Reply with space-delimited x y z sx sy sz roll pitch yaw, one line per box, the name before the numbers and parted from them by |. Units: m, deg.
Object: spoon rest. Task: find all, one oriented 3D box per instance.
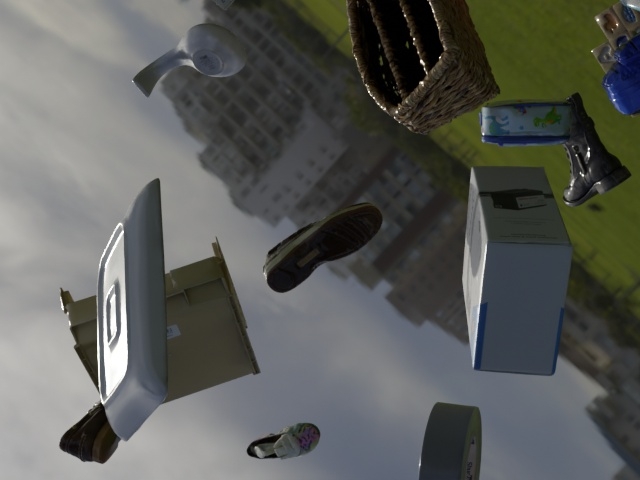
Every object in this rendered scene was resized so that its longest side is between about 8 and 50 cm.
spoon rest | -0.280 -0.391 2.320 0.137 0.276 0.084 51 -141 -34

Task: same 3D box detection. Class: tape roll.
tape roll | 0.223 0.389 1.834 0.072 0.219 0.219 3 176 17

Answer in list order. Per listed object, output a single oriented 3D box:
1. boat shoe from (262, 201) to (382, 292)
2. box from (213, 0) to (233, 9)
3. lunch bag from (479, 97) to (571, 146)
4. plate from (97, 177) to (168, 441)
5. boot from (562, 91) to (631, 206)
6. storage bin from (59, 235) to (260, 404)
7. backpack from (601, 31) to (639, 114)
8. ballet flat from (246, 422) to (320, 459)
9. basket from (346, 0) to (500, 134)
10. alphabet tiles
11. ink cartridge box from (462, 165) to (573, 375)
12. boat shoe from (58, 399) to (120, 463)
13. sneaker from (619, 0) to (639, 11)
boat shoe | -0.004 -0.006 2.075 0.095 0.257 0.095 57 -175 -32
box | -0.101 -0.492 1.672 0.113 0.275 0.094 39 -135 -13
lunch bag | 0.393 -0.228 2.072 0.176 0.090 0.219 1 -171 9
plate | -0.246 0.095 1.372 0.045 0.278 0.277 3 -112 -21
boot | 0.550 -0.202 2.320 0.229 0.091 0.263 56 162 1
storage bin | -0.257 0.144 1.751 0.260 0.262 0.123 77 174 -47
backpack | 0.476 -0.249 1.592 0.101 0.120 0.098 52 -167 -6
ballet flat | -0.090 0.466 2.434 0.079 0.221 0.077 -23 -90 -43
basket | 0.144 -0.359 1.865 0.223 0.213 0.299 22 -133 -59
alphabet tiles | 0.694 -0.369 2.138 0.285 0.011 0.342 56 153 -4
ink cartridge box | 0.301 0.037 1.697 0.129 0.223 0.307 2 -155 3
boat shoe | -0.320 0.267 1.623 0.073 0.073 0.207 8 -165 14
sneaker | 0.513 -0.365 1.326 0.127 0.208 0.319 4 -167 -30
